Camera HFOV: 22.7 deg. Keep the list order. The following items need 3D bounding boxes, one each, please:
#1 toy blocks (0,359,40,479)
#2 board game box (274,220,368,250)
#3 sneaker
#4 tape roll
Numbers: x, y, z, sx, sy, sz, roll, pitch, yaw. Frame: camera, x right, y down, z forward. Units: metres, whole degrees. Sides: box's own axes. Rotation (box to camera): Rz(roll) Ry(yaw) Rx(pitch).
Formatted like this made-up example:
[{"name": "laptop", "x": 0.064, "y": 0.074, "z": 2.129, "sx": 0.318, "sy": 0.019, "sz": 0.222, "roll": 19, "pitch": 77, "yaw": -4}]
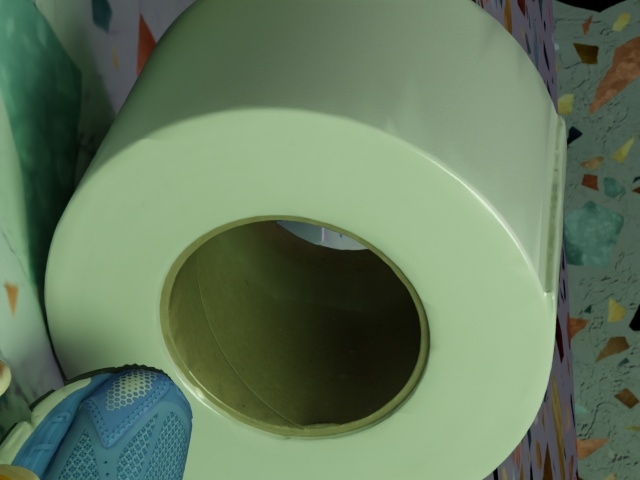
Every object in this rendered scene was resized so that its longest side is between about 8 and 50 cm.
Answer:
[{"name": "toy blocks", "x": -0.156, "y": 0.051, "z": 0.575, "sx": 0.123, "sy": 0.054, "sz": 0.148, "roll": -61, "pitch": 143, "yaw": -66}, {"name": "board game box", "x": 0.010, "y": -0.115, "z": 1.233, "sx": 0.318, "sy": 0.066, "sz": 0.318, "roll": 35, "pitch": 51, "yaw": -71}, {"name": "sneaker", "x": -0.073, "y": 0.204, "z": 0.647, "sx": 0.130, "sy": 0.147, "sz": 0.330, "roll": 62, "pitch": 26, "yaw": -55}, {"name": "tape roll", "x": 0.000, "y": 0.000, "z": 0.813, "sx": 0.169, "sy": 0.246, "sz": 0.246, "roll": -75, "pitch": 154, "yaw": -56}]
